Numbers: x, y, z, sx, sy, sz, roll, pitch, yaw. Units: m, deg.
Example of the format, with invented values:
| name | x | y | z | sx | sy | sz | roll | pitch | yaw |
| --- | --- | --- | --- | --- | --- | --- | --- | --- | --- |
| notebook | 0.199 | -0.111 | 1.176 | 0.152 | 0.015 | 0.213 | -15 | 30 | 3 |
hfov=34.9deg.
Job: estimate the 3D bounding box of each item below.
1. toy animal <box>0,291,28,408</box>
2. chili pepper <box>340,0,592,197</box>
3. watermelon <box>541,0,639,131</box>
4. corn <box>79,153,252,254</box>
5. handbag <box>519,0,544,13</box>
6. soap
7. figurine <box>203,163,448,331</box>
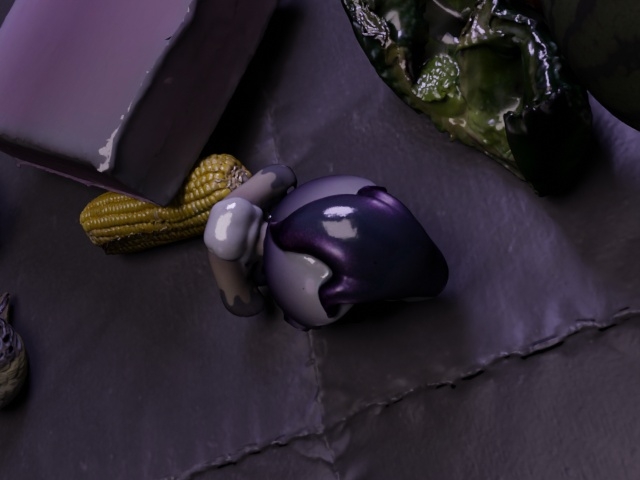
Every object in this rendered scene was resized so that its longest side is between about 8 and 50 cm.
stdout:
| name | x | y | z | sx | sy | sz | roll | pitch | yaw |
| --- | --- | --- | --- | --- | --- | --- | --- | --- | --- |
| toy animal | -0.362 | 0.114 | 1.075 | 0.098 | 0.098 | 0.137 | -13 | 69 | 28 |
| chili pepper | 0.130 | -0.153 | 0.833 | 0.116 | 0.148 | 0.264 | -38 | 54 | -13 |
| watermelon | 0.311 | -0.216 | 0.642 | 0.359 | 0.279 | 0.279 | -38 | 60 | 15 |
| corn | -0.154 | -0.033 | 1.005 | 0.203 | 0.072 | 0.072 | -13 | 69 | 30 |
| handbag | 0.210 | -0.288 | 0.857 | 0.127 | 0.063 | 0.190 | 35 | 93 | 34 |
| soap | -0.208 | -0.196 | 1.022 | 0.296 | 0.107 | 0.285 | 19 | 77 | 43 |
| figurine | 0.000 | 0.000 | 0.856 | 0.222 | 0.145 | 0.145 | 8 | 80 | 37 |
